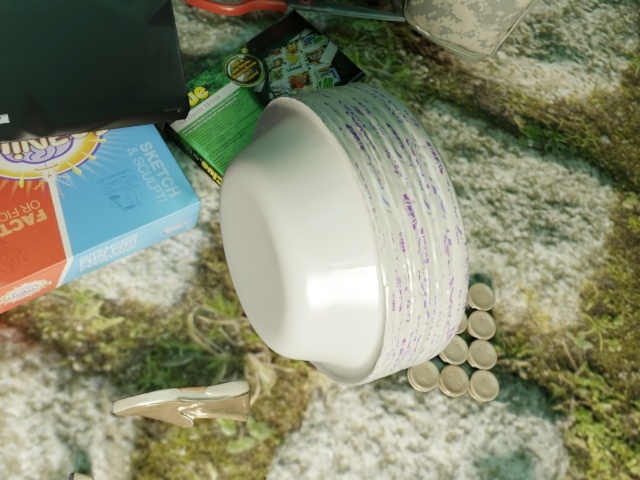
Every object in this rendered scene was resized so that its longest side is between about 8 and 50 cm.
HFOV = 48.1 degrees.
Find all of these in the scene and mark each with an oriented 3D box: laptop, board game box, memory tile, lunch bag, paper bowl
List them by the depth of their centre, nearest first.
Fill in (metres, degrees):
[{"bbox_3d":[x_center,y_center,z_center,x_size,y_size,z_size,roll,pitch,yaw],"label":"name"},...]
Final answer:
[{"bbox_3d":[0.000,0.000,0.690,0.148,0.284,0.284,-15,71,-23],"label":"paper bowl"},{"bbox_3d":[-0.311,-0.109,0.769,0.242,0.064,0.316,-27,76,-26],"label":"board game box"},{"bbox_3d":[-0.293,-0.245,0.793,0.234,0.136,0.264,-12,44,-23],"label":"laptop"},{"bbox_3d":[0.155,0.111,0.844,0.113,0.012,0.148,11,64,-12],"label":"memory tile"},{"bbox_3d":[-0.072,-0.182,0.900,0.136,0.030,0.259,45,61,4],"label":"board game box"},{"bbox_3d":[0.211,-0.413,0.936,0.256,0.305,0.212,44,51,4],"label":"lunch bag"}]

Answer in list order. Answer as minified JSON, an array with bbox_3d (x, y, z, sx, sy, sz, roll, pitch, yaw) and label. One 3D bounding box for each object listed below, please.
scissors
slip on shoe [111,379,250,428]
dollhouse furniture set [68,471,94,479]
[{"bbox_3d":[-0.041,-0.308,0.947,0.297,0.021,0.109,21,56,4],"label":"scissors"},{"bbox_3d":[-0.135,0.166,0.709,0.135,0.051,0.041,-2,78,-25],"label":"slip on shoe"},{"bbox_3d":[-0.243,0.237,0.603,0.081,0.114,0.091,6,67,-10],"label":"dollhouse furniture set"}]
